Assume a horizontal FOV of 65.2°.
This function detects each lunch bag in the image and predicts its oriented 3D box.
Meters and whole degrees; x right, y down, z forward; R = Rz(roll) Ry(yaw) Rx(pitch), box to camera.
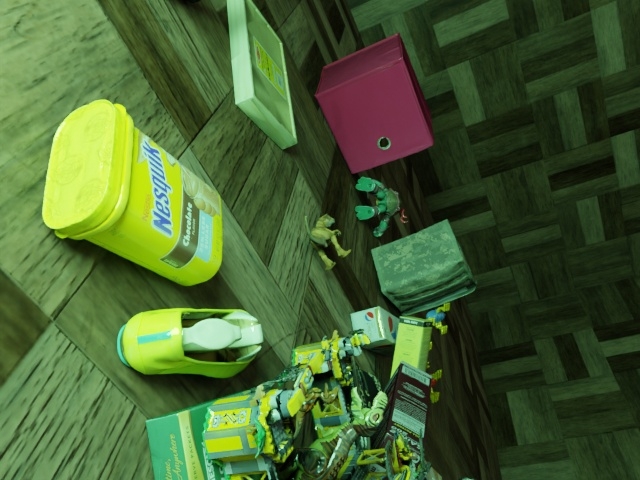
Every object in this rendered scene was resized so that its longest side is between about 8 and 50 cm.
[{"bbox_3d":[0.310,0.104,1.439,0.287,0.235,0.168,45,27,-52],"label":"lunch bag"}]

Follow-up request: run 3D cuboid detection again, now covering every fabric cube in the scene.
[{"bbox_3d":[0.160,-0.391,1.433,0.259,0.254,0.258,-80,147,-53],"label":"fabric cube"}]

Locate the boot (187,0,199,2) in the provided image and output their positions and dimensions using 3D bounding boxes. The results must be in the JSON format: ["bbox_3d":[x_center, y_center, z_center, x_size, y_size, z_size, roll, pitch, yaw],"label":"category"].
[{"bbox_3d":[-0.173,-0.390,0.727,0.099,0.121,0.045,-52,120,-75],"label":"boot"}]

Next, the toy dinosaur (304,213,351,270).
[{"bbox_3d":[0.000,0.000,0.973,0.112,0.064,0.211,52,12,-4],"label":"toy dinosaur"}]

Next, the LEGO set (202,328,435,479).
[{"bbox_3d":[0.045,0.225,0.545,0.331,0.192,0.254,15,62,-69],"label":"LEGO set"}]

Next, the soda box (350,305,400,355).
[{"bbox_3d":[0.142,0.211,1.138,0.216,0.069,0.073,36,40,-59],"label":"soda box"}]

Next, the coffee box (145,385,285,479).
[{"bbox_3d":[-0.096,0.219,0.516,0.184,0.041,0.113,21,54,-66],"label":"coffee box"}]

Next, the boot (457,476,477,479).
[{"bbox_3d":[0.353,0.662,1.132,0.377,0.138,0.284,-67,154,-53],"label":"boot"}]

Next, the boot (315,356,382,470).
[{"bbox_3d":[0.059,0.302,0.813,0.178,0.085,0.236,50,31,-54],"label":"boot"}]

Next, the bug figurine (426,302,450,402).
[{"bbox_3d":[0.288,0.304,1.377,0.216,0.072,0.278,11,87,-57],"label":"bug figurine"}]

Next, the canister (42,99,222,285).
[{"bbox_3d":[-0.170,-0.036,0.492,0.170,0.073,0.126,43,35,-57],"label":"canister"}]

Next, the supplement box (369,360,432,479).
[{"bbox_3d":[0.139,0.340,0.914,0.073,0.130,0.239,27,22,7],"label":"supplement box"}]

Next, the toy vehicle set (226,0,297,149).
[{"bbox_3d":[-0.112,-0.327,0.960,0.166,0.035,0.266,38,39,-58],"label":"toy vehicle set"}]

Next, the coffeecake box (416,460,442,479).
[{"bbox_3d":[0.199,0.531,1.017,0.185,0.068,0.142,54,28,-43],"label":"coffeecake box"}]

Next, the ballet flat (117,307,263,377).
[{"bbox_3d":[-0.107,0.105,0.532,0.231,0.077,0.077,24,51,-65],"label":"ballet flat"}]

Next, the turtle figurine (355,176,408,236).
[{"bbox_3d":[0.175,-0.109,1.454,0.234,0.118,0.175,7,66,-63],"label":"turtle figurine"}]

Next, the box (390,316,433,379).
[{"bbox_3d":[0.194,0.285,1.095,0.087,0.058,0.232,15,83,-63],"label":"box"}]
